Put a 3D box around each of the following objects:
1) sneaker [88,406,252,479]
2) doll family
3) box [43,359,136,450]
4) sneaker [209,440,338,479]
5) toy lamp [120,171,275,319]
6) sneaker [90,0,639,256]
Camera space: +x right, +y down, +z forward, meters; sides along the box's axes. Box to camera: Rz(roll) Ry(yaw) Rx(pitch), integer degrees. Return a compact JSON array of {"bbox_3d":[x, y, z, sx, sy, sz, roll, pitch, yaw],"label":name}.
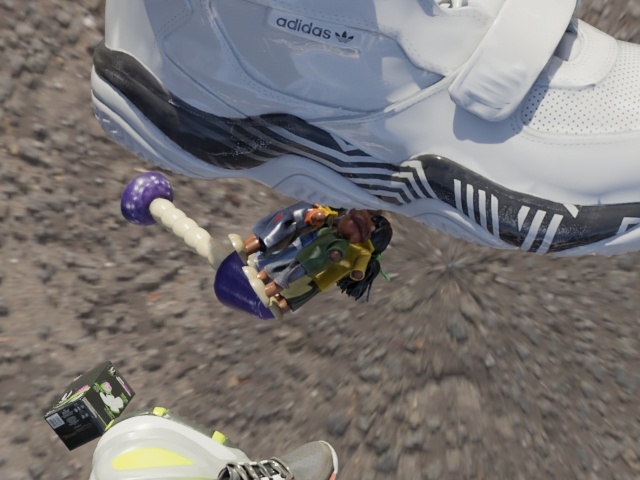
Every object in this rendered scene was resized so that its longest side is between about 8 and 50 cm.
[{"bbox_3d":[-0.050,0.305,1.503,0.384,0.147,0.145,22,128,-4],"label":"sneaker"},{"bbox_3d":[0.000,0.000,1.135,0.111,0.193,0.076,-33,115,0],"label":"doll family"},{"bbox_3d":[-0.258,0.184,1.759,0.062,0.083,0.052,-27,105,30],"label":"box"},{"bbox_3d":[-0.053,0.208,1.309,0.158,0.061,0.065,-35,125,-23],"label":"sneaker"},{"bbox_3d":[-0.132,0.008,1.804,0.274,0.080,0.080,34,92,42],"label":"toy lamp"},{"bbox_3d":[0.052,-0.122,0.764,0.365,0.137,0.210,10,129,14],"label":"sneaker"}]
